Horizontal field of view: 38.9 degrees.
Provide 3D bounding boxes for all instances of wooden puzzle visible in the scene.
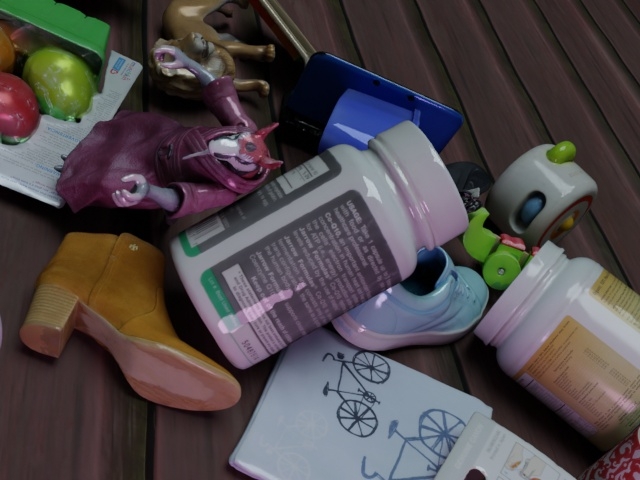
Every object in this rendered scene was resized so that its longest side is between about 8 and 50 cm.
[{"bbox_3d":[-0.076,-0.432,1.822,0.239,0.044,0.221,57,12,-2],"label":"wooden puzzle"}]

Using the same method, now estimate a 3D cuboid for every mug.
[{"bbox_3d":[0.447,0.337,1.291,0.150,0.169,0.113,-18,57,-44],"label":"mug"}]

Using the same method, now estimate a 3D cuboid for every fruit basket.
[{"bbox_3d":[-0.477,-0.226,1.375,0.327,0.165,0.353,23,53,-9],"label":"fruit basket"}]

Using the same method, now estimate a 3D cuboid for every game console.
[{"bbox_3d":[0.089,-0.247,1.680,0.293,0.173,0.250,23,22,-10],"label":"game console"}]

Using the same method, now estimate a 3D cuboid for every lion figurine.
[{"bbox_3d":[-0.229,-0.376,1.719,0.240,0.142,0.392,2,31,-22],"label":"lion figurine"}]

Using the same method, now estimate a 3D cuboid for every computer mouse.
[{"bbox_3d":[0.231,-0.095,1.660,0.272,0.188,0.072,-35,106,-59],"label":"computer mouse"}]

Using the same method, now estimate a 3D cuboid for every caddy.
[{"bbox_3d":[0.079,-0.107,1.476,0.179,0.241,0.341,22,18,1],"label":"caddy"}]

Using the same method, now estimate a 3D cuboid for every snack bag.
[{"bbox_3d":[0.066,0.270,1.226,0.342,0.037,0.323,26,36,-1],"label":"snack bag"}]

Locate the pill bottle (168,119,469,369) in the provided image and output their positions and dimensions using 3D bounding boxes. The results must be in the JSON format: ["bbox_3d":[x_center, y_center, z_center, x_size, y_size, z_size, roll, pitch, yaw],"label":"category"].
[{"bbox_3d":[0.000,0.000,1.209,0.361,0.204,0.204,-29,56,-2],"label":"pill bottle"}]

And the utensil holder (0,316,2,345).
[{"bbox_3d":[-0.522,-0.027,0.939,0.327,0.328,0.385,-1,48,-34],"label":"utensil holder"}]

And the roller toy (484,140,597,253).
[{"bbox_3d":[0.426,-0.072,1.736,0.191,0.209,0.146,-37,66,-10],"label":"roller toy"}]

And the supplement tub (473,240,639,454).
[{"bbox_3d":[0.422,0.170,1.418,0.316,0.228,0.228,40,38,12],"label":"supplement tub"}]

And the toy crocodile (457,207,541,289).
[{"bbox_3d":[0.385,0.061,1.596,0.340,0.105,0.115,31,15,0],"label":"toy crocodile"}]

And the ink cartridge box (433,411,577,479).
[{"bbox_3d":[0.282,0.437,1.129,0.385,0.091,0.308,35,41,10],"label":"ink cartridge box"}]

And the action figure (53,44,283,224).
[{"bbox_3d":[-0.178,-0.089,1.213,0.276,0.370,0.248,44,59,-42],"label":"action figure"}]

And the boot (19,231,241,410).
[{"bbox_3d":[-0.224,0.090,1.184,0.295,0.104,0.211,21,38,-6],"label":"boot"}]

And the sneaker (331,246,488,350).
[{"bbox_3d":[0.180,0.076,1.417,0.366,0.150,0.135,-11,56,-51],"label":"sneaker"}]
